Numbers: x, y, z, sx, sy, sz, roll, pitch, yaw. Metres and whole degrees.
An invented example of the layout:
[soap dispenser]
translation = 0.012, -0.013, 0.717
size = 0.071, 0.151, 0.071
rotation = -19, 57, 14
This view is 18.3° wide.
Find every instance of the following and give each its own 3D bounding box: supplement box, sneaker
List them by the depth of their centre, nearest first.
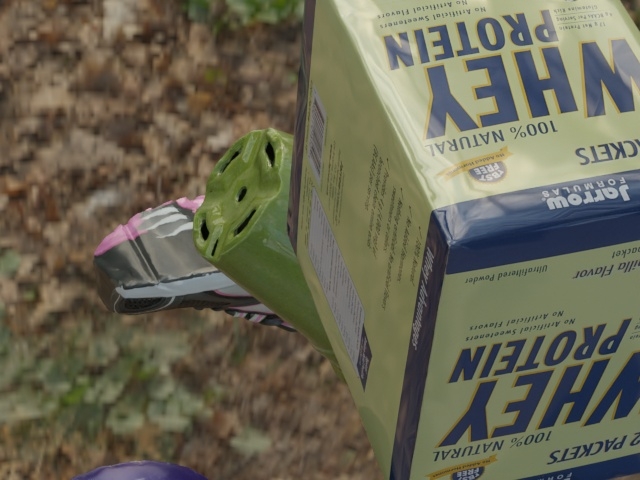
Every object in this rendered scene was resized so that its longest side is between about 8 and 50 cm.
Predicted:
[supplement box]
translation = 0.033, -0.005, 0.396
size = 0.056, 0.083, 0.083
rotation = -10, 48, -14
[sneaker]
translation = -0.031, 0.020, 1.080
size = 0.178, 0.077, 0.072
rotation = -10, 36, -11

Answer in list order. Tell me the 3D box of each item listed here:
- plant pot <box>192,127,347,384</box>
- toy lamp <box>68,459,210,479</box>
[plant pot]
translation = 0.000, 0.000, 0.700
size = 0.079, 0.083, 0.083
rotation = 28, 60, -29
[toy lamp]
translation = -0.020, 0.164, 0.483
size = 0.080, 0.080, 0.274
rotation = -12, 37, -12
